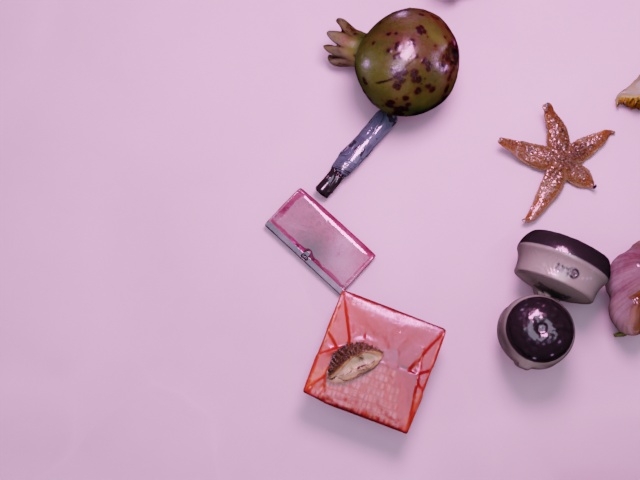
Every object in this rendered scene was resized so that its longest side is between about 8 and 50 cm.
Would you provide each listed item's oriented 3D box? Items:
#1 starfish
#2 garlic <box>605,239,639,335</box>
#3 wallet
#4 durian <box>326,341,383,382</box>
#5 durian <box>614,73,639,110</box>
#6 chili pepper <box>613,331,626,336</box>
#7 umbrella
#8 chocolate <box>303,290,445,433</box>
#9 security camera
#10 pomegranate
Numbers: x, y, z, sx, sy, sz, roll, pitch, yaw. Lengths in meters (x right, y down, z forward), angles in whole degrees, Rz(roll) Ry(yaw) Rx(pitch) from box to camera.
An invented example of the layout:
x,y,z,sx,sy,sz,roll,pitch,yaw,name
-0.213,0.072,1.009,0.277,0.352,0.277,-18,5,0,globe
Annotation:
x,y,z,sx,sy,sz,roll,pitch,yaw,name
0.506,-0.180,1.921,0.231,0.048,0.295,42,87,-2,starfish
0.714,0.115,1.781,0.207,0.256,0.207,-7,106,-25,garlic
0.000,0.000,1.924,0.232,0.025,0.119,42,84,7,wallet
0.064,0.243,1.775,0.130,0.052,0.066,-25,118,1,durian
0.774,-0.364,1.914,0.139,0.144,0.252,39,89,30,durian
0.663,0.181,1.867,0.030,0.017,0.083,38,81,9,chili pepper
0.079,-0.199,1.939,0.053,0.052,0.250,42,84,8,umbrella
0.115,0.256,1.836,0.237,0.108,0.235,20,83,7,chocolate
0.463,0.136,1.798,0.197,0.191,0.277,24,83,5,security camera
0.146,-0.388,1.882,0.306,0.242,0.242,6,81,11,pomegranate
